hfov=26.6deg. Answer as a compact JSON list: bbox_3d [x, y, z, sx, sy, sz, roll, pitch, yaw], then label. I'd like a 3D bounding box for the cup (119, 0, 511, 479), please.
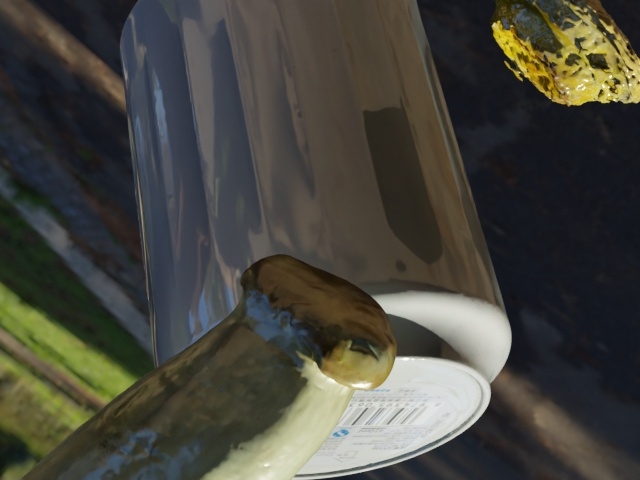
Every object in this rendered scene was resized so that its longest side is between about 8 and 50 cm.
[{"bbox_3d":[0.000,0.000,0.995,0.323,0.237,0.326,56,-161,-59],"label":"cup"}]

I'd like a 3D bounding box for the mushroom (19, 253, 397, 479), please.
[{"bbox_3d":[-0.094,0.128,0.683,0.081,0.312,0.100,47,-177,-38],"label":"mushroom"}]

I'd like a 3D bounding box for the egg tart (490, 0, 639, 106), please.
[{"bbox_3d":[0.152,-0.126,0.870,0.130,0.052,0.130,45,177,3],"label":"egg tart"}]
